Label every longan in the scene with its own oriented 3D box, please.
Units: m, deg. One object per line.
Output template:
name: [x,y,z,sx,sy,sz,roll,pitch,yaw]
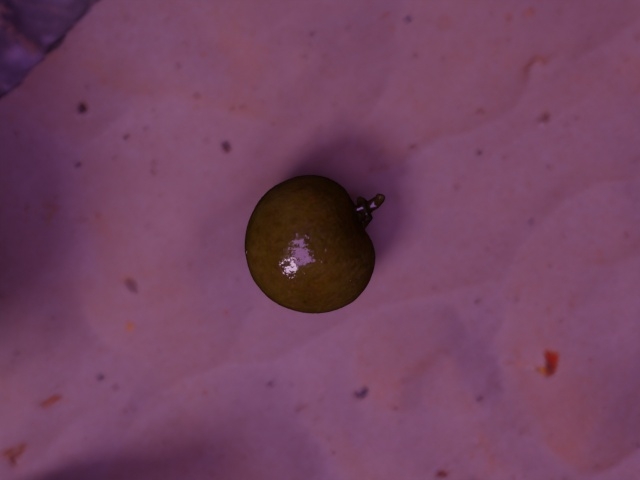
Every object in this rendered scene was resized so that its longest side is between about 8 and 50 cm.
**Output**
longan: [0.000,0.000,0.973,0.083,0.075,0.075,-28,95,-2]
